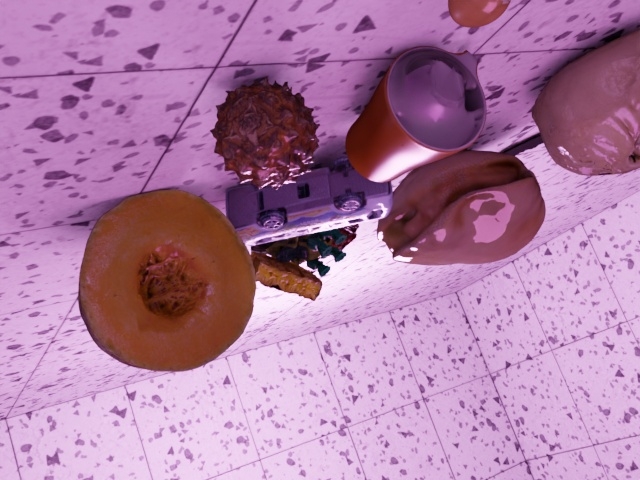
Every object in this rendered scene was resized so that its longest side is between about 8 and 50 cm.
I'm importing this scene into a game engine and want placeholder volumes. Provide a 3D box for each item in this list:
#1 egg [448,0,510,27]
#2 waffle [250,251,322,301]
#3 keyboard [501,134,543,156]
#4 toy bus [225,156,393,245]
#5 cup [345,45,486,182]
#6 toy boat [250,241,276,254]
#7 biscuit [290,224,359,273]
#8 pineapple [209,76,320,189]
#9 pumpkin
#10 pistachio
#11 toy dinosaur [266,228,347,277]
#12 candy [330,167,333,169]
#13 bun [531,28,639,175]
[{"bbox_3d":[0.217,-0.335,1.055,0.080,0.080,0.096,-8,170,-40],"label":"egg"},{"bbox_3d":[-0.092,0.077,1.806,0.160,0.055,0.211,19,-176,-15],"label":"waffle"},{"bbox_3d":[0.545,-0.253,1.970,0.196,0.015,0.074,-26,161,19],"label":"keyboard"},{"bbox_3d":[-0.016,-0.074,1.516,0.329,0.109,0.136,-12,152,9],"label":"toy bus"},{"bbox_3d":[0.162,-0.216,1.311,0.226,0.182,0.264,-49,-174,-25],"label":"cup"},{"bbox_3d":[-0.110,0.003,1.900,0.139,0.059,0.066,-21,151,9],"label":"toy boat"},{"bbox_3d":[0.001,0.022,2.020,0.235,0.063,0.151,-39,155,16],"label":"biscuit"},{"bbox_3d":[-0.074,-0.156,1.157,0.166,0.166,0.193,-24,167,12],"label":"pineapple"},{"bbox_3d":[-0.307,0.083,1.451,0.332,0.333,0.199,-14,178,-26],"label":"pumpkin"},{"bbox_3d":[0.339,-0.074,1.794,0.445,0.282,0.365,-17,162,-31],"label":"pistachio"},{"bbox_3d":[0.000,0.000,1.827,0.259,0.153,0.094,-29,135,-40],"label":"toy dinosaur"},{"bbox_3d":[0.000,-0.092,1.683,0.187,0.077,0.331,-17,169,-42],"label":"candy"},{"bbox_3d":[0.608,-0.272,1.557,0.325,0.235,0.362,-5,153,-32],"label":"bun"}]
